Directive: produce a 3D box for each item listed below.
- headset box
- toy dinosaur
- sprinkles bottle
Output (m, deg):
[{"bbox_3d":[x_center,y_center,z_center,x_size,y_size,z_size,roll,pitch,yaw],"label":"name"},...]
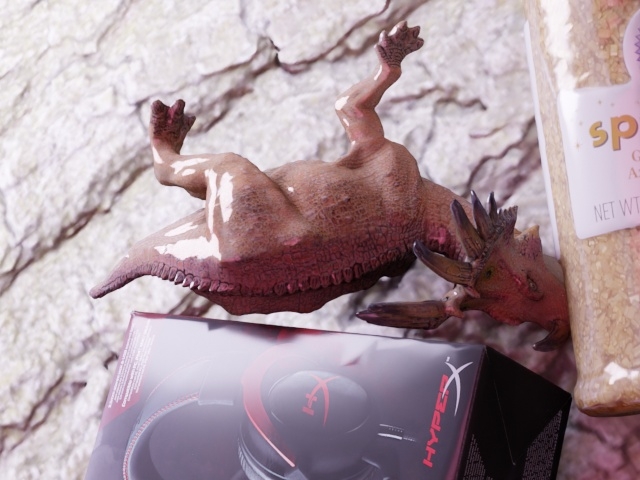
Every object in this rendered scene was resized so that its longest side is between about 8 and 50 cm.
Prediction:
[{"bbox_3d":[-0.025,0.164,0.794,0.293,0.110,0.218,3,72,38],"label":"headset box"},{"bbox_3d":[0.000,0.000,0.801,0.295,0.127,0.200,-15,48,-2],"label":"toy dinosaur"},{"bbox_3d":[0.177,-0.085,0.761,0.121,0.121,0.355,-11,79,25],"label":"sprinkles bottle"}]
